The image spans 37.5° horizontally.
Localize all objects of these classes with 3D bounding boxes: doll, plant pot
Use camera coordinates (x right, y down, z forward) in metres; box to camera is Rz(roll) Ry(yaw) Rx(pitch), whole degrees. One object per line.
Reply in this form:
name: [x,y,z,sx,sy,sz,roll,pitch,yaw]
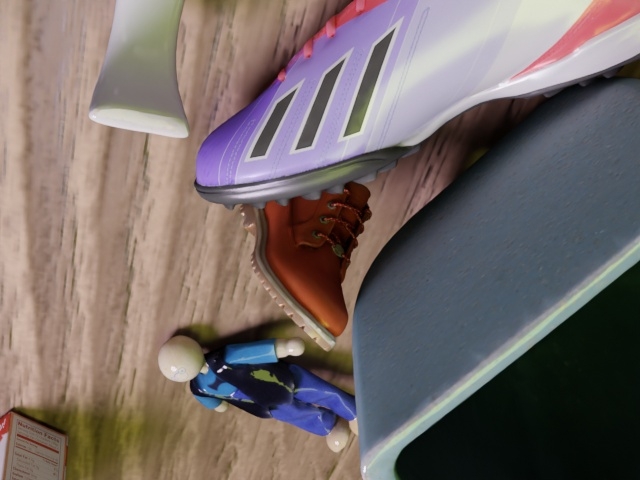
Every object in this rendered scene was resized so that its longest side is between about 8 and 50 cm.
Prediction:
doll: [-0.048,0.120,0.793,0.189,0.046,0.129,24,135,-22]
plant pot: [0.167,0.046,0.580,0.248,0.252,0.247,-42,117,13]

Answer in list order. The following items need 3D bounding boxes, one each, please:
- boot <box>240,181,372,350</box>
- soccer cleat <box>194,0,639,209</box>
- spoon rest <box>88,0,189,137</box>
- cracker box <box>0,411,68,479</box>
boot: [0.000,0.000,0.612,0.084,0.158,0.059,-34,129,12]
soccer cleat: [0.054,-0.119,0.558,0.318,0.109,0.116,-22,112,14]
spoon rest: [-0.067,-0.194,0.478,0.137,0.084,0.276,10,118,-21]
cracker box: [-0.287,0.279,0.770,0.155,0.232,0.067,-37,128,23]
